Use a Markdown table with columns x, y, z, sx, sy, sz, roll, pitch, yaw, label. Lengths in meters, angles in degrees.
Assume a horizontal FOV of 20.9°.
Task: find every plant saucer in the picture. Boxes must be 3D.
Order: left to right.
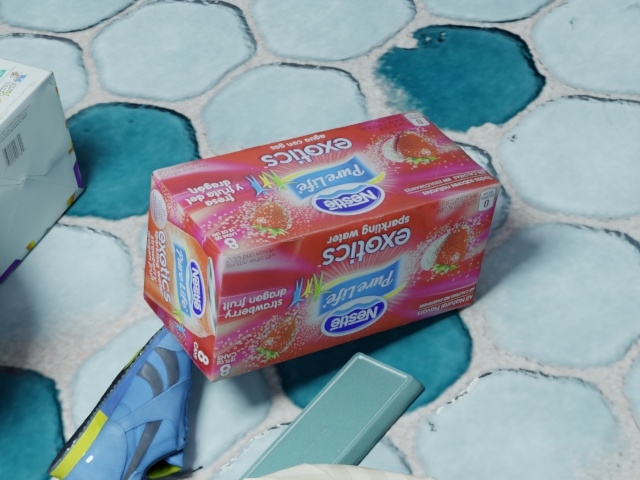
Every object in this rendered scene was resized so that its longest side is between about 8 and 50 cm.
| x | y | z | sx | sy | sz | roll | pitch | yaw | label |
| --- | --- | --- | --- | --- | --- | --- | --- | --- | --- |
| -0.001 | 0.156 | 1.328 | 0.067 | 0.018 | 0.192 | 23 | 50 | 30 | plant saucer |

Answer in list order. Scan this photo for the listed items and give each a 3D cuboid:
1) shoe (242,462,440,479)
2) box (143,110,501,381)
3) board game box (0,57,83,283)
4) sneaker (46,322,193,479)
| x | y | z | sx | sy | sz | roll | pitch | yaw | label |
| --- | --- | --- | --- | --- | --- | --- | --- | --- | --- |
| 0.007 | 0.201 | 1.245 | 0.219 | 0.076 | 0.058 | 0 | 25 | -1 | shoe |
| 0.000 | 0.000 | 1.374 | 0.257 | 0.128 | 0.122 | -15 | 42 | -29 | box |
| -0.376 | -0.087 | 1.557 | 0.275 | 0.142 | 0.144 | 17 | 48 | 24 | board game box |
| -0.133 | 0.137 | 1.347 | 0.082 | 0.069 | 0.209 | 37 | 39 | -4 | sneaker |
